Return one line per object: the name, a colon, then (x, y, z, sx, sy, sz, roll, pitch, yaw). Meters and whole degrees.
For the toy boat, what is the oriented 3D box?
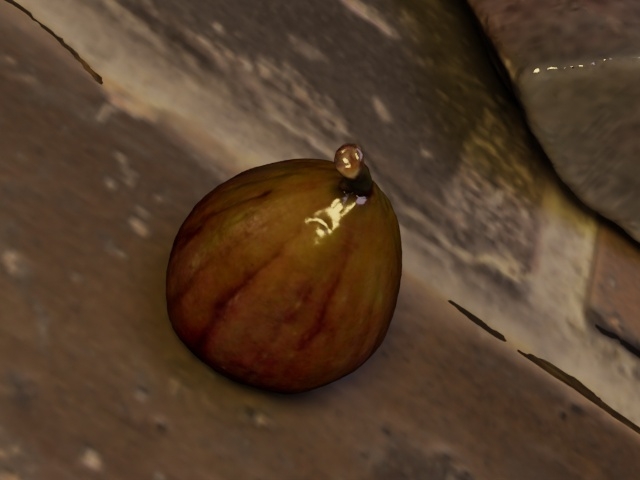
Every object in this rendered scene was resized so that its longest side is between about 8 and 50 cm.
toy boat: (0.165, -0.114, 0.765, 0.276, 0.111, 0.293, 8, 45, -33)

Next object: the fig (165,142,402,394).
fig: (0.000, 0.000, 0.532, 0.089, 0.125, 0.089, 16, 54, -23)
